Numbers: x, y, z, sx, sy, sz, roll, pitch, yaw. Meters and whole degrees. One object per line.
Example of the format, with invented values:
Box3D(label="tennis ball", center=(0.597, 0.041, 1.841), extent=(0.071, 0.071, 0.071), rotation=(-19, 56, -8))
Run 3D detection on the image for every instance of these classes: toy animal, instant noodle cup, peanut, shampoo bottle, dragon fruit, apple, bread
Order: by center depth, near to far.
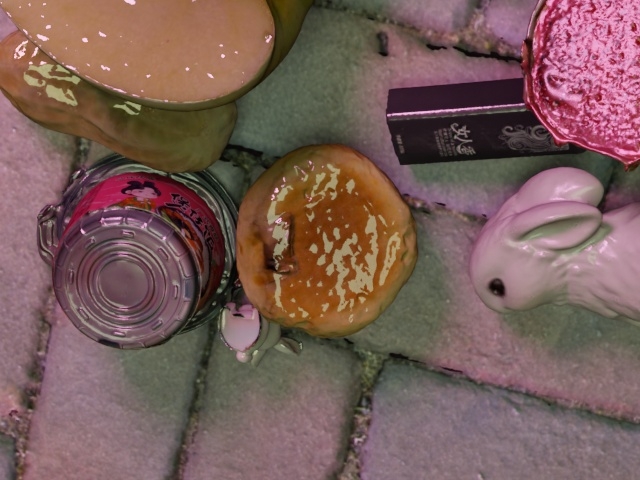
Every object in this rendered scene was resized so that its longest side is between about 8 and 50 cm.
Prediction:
Box3D(label="dragon fruit", center=(0.312, -0.199, 1.651), extent=(0.161, 0.126, 0.274), rotation=(-11, 80, 19))
Box3D(label="apple", center=(-0.182, -0.335, 1.669), extent=(0.360, 0.320, 0.312), rotation=(24, 119, 8))
Box3D(label="shampoo bottle", center=(0.240, -0.150, 1.774), extent=(0.309, 0.071, 0.098), rotation=(-4, 136, 15))
Box3D(label="toy animal", center=(0.362, 0.016, 1.784), extent=(0.357, 0.194, 0.258), rotation=(5, 147, 8))
Box3D(label="peanut", center=(-0.259, -0.183, 1.803), extent=(0.313, 0.152, 0.152), rotation=(23, 107, 0))
Box3D(label="bread", center=(0.000, 0.000, 1.829), extent=(0.244, 0.134, 0.245), rotation=(-2, 100, -9))
Box3D(label="instant noodle cup", center=(-0.232, 0.029, 1.841), extent=(0.302, 0.181, 0.258), rotation=(-6, 107, 7))
Box3D(label="toy animal", center=(-0.081, 0.118, 1.901), extent=(0.071, 0.124, 0.085), rotation=(-16, 83, 15))
